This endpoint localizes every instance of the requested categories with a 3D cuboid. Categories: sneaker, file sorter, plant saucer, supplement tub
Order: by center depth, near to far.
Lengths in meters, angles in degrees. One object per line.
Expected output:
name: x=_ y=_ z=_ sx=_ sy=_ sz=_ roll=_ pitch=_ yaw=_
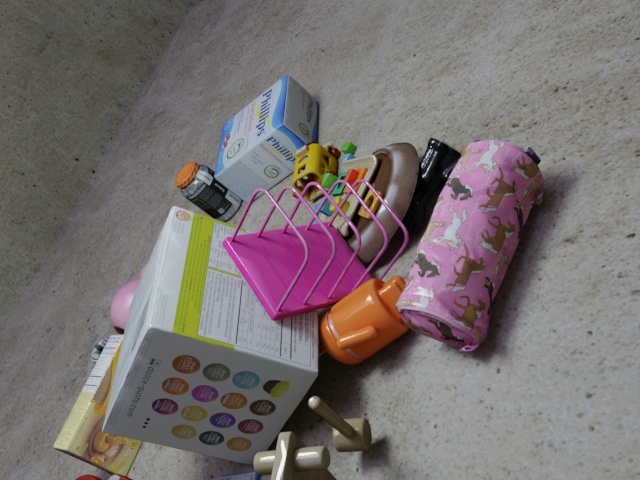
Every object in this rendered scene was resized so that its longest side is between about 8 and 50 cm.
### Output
file sorter: x=0.000 y=0.000 z=1.567 sx=0.202 sy=0.291 sz=0.182 roll=53 pitch=131 yaw=26
plant saucer: x=0.112 y=-0.090 z=1.781 sx=0.310 sy=0.050 sz=0.310 roll=-49 pitch=26 yaw=34
sneaker: x=-0.567 y=0.310 z=2.229 sx=0.086 sy=0.163 sz=0.226 roll=-56 pitch=29 yaw=3
supplement tub: x=-0.340 y=-0.150 z=2.391 sx=0.117 sy=0.190 sz=0.117 roll=-33 pitch=35 yaw=28

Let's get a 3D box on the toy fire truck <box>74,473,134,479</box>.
toy fire truck: x=-0.454 y=0.668 z=1.722 sx=0.254 sy=0.169 sz=0.302 roll=10 pitch=65 yaw=36

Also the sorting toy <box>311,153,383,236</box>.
sorting toy: x=0.048 y=-0.105 z=1.815 sx=0.348 sy=0.047 sz=0.196 roll=-1 pitch=65 yaw=67

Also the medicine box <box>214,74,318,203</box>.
medicine box: x=-0.157 y=-0.302 z=2.350 sx=0.289 sy=0.149 sz=0.263 roll=-34 pitch=35 yaw=29

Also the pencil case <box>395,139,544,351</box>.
pencil case: x=0.274 y=0.006 z=1.424 sx=0.167 sy=0.160 sz=0.386 roll=11 pitch=65 yaw=38

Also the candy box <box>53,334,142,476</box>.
candy box: x=-0.520 y=0.422 z=2.028 sx=0.088 sy=0.183 sz=0.316 roll=-10 pitch=50 yaw=48

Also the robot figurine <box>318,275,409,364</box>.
robot figurine: x=0.086 y=0.160 z=1.547 sx=0.219 sy=0.128 sz=0.158 roll=-38 pitch=39 yaw=22

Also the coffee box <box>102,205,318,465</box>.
coffee box: x=-0.216 y=0.201 z=1.620 sx=0.338 sy=0.335 sz=0.337 roll=-91 pitch=25 yaw=-49

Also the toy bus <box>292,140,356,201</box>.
toy bus: x=-0.018 y=-0.207 z=2.104 sx=0.191 sy=0.104 sz=0.202 roll=-56 pitch=31 yaw=-8

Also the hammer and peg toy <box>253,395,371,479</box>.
hammer and peg toy: x=-0.019 y=0.426 z=1.274 sx=0.127 sy=0.266 sz=0.361 roll=-11 pitch=47 yaw=23

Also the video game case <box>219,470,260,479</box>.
video game case: x=-0.183 y=0.554 z=1.600 sx=0.119 sy=0.015 sz=0.166 roll=-22 pitch=41 yaw=40

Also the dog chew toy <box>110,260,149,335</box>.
dog chew toy: x=-0.436 y=0.139 z=2.216 sx=0.207 sy=0.206 sz=0.331 roll=-4 pitch=47 yaw=52

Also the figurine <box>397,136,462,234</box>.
figurine: x=0.258 y=-0.091 z=1.643 sx=0.209 sy=0.092 sz=0.215 roll=-61 pitch=30 yaw=1
